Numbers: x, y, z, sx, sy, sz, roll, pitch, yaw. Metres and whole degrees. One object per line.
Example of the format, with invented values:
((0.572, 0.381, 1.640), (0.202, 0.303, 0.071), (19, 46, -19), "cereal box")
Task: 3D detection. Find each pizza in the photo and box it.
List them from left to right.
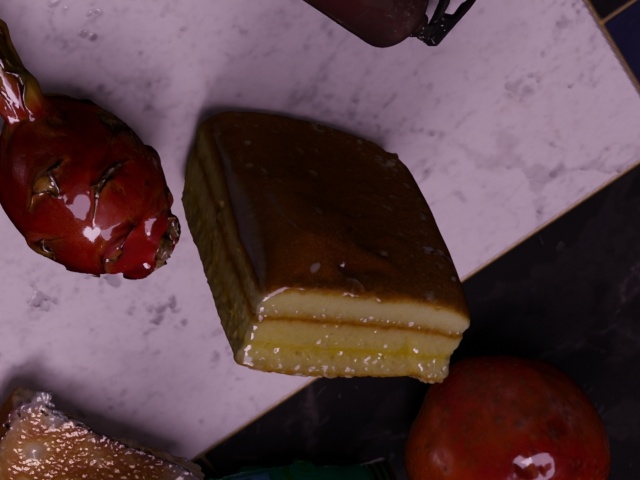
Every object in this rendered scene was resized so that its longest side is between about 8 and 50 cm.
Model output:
((-0.195, 0.196, 1.717), (0.195, 0.052, 0.185), (4, 126, -13), "pizza")

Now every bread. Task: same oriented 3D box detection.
((0.000, 0.000, 1.536), (0.184, 0.234, 0.110), (8, 122, -25), "bread")

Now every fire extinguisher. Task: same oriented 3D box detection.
((0.011, -0.217, 1.496), (0.268, 0.072, 0.089), (30, 77, -33), "fire extinguisher")

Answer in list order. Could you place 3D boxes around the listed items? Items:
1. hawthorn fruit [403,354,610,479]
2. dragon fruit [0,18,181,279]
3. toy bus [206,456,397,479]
((0.174, 0.201, 1.760), (0.179, 0.200, 0.179), (-13, 128, -18), "hawthorn fruit")
((-0.199, -0.072, 1.496), (0.125, 0.125, 0.246), (-21, 121, 20), "dragon fruit")
((-0.047, 0.365, 1.812), (0.199, 0.183, 0.343), (5, 121, -15), "toy bus")
